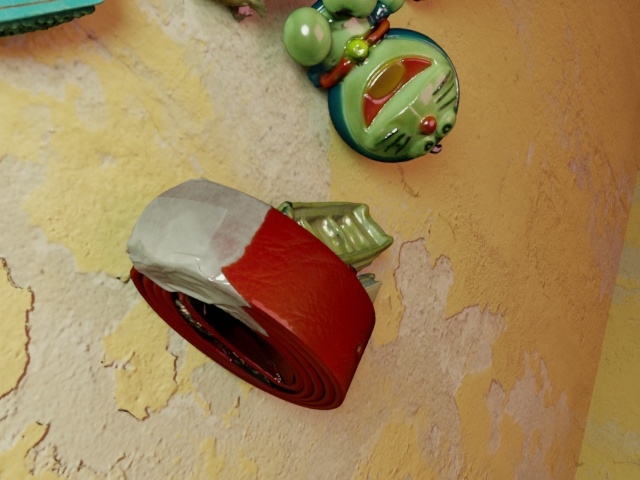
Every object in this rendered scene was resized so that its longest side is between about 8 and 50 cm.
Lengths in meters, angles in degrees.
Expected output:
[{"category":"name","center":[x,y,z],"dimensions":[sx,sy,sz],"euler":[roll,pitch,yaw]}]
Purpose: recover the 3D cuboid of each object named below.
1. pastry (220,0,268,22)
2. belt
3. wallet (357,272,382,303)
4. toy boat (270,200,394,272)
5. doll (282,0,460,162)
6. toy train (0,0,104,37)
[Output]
[{"category":"pastry","center":[-0.108,-0.444,0.681],"dimensions":[0.329,0.136,0.330],"euler":[0,90,-48]},{"category":"belt","center":[-0.070,0.068,0.663],"dimensions":[0.324,0.227,0.115],"euler":[53,50,-38]},{"category":"wallet","center":[0.025,0.107,0.899],"dimensions":[0.155,0.039,0.110],"euler":[-14,133,-49]},{"category":"toy boat","center":[-0.005,0.004,0.826],"dimensions":[0.276,0.084,0.111],"euler":[-9,60,-55]},{"category":"doll","center":[0.087,-0.246,0.880],"dimensions":[0.198,0.186,0.322],"euler":[-38,115,6]},{"category":"toy train","center":[-0.282,-0.260,0.499],"dimensions":[0.203,0.112,0.163],"euler":[-35,122,-42]}]
